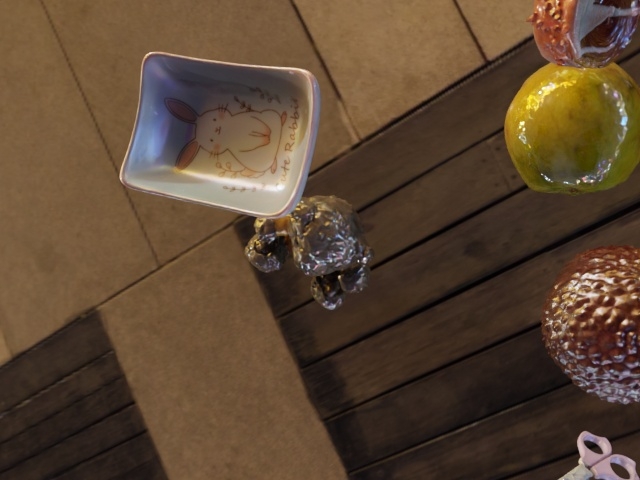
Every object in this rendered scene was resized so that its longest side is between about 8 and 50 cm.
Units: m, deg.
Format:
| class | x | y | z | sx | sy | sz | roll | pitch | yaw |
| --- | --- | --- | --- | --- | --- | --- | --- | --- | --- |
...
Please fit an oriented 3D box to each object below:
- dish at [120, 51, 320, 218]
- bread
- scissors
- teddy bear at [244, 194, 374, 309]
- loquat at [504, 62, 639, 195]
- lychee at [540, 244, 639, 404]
| class | x | y | z | sx | sy | sz | roll | pitch | yaw |
| --- | --- | --- | --- | --- | --- | --- | --- | --- | --- |
| dish | -0.096 | -0.109 | 0.769 | 0.212 | 0.077 | 0.151 | 12 | 92 | 23 |
| bread | 0.348 | -0.304 | 0.950 | 0.073 | 0.160 | 0.160 | 32 | 111 | 46 |
| scissors | 0.408 | 0.356 | 1.121 | 0.110 | 0.212 | 0.021 | 44 | 126 | 38 |
| teddy bear | 0.000 | 0.000 | 0.983 | 0.177 | 0.190 | 0.140 | 32 | 77 | -8 |
| loquat | 0.392 | -0.192 | 1.107 | 0.213 | 0.213 | 0.246 | 5 | 93 | 28 |
| lychee | 0.349 | 0.095 | 0.834 | 0.194 | 0.194 | 0.194 | 3 | 97 | 28 |
